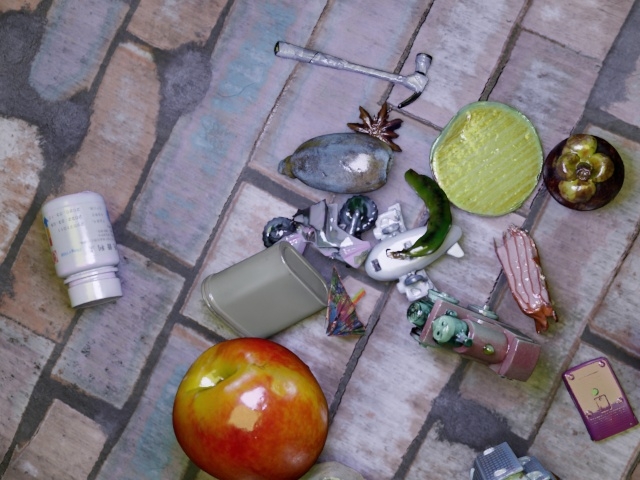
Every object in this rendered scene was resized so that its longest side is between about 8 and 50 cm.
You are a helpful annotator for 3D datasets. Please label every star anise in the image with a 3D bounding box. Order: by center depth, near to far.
[{"bbox_3d":[0.146,-0.285,1.749,0.168,0.057,0.167,0,86,7],"label":"star anise"}]

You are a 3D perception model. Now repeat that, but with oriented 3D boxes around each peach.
[{"bbox_3d":[-0.157,0.430,1.615,0.388,0.388,0.388,0,88,7],"label":"peach"}]

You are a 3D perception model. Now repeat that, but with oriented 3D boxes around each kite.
[{"bbox_3d":[0.062,0.172,1.680,0.014,0.183,0.241,3,125,42],"label":"kite"}]

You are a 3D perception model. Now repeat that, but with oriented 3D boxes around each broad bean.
[{"bbox_3d":[0.255,-0.065,1.633,0.144,0.049,0.292,9,56,11],"label":"broad bean"}]

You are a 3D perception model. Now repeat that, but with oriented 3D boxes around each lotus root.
[{"bbox_3d":[0.027,-0.202,1.699,0.322,0.140,0.158,3,71,20],"label":"lotus root"}]

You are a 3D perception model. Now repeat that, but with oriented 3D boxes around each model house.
[{"bbox_3d":[0.477,0.622,1.590,0.215,0.224,0.198,34,93,6],"label":"model house"}]

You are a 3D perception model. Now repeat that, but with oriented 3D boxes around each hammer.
[{"bbox_3d":[0.080,-0.476,1.774,0.427,0.044,0.152,19,91,8],"label":"hammer"}]

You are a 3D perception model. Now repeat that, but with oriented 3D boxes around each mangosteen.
[{"bbox_3d":[0.644,-0.167,1.604,0.192,0.217,0.192,0,90,13],"label":"mangosteen"}]

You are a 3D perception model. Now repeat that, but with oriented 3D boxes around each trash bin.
[{"bbox_3d":[-0.132,0.135,1.666,0.247,0.121,0.243,-26,127,21],"label":"trash bin"}]

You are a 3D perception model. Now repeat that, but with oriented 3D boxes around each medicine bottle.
[{"bbox_3d":[-0.636,0.028,1.775,0.170,0.170,0.293,-15,85,6],"label":"medicine bottle"}]

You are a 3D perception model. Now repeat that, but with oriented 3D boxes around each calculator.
[{"bbox_3d":[0.706,0.401,1.667,0.127,0.034,0.190,-25,84,7],"label":"calculator"}]

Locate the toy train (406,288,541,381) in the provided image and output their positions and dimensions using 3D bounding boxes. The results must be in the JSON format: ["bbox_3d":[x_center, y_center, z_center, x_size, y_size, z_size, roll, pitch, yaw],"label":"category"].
[{"bbox_3d":[0.361,0.228,1.591,0.304,0.221,0.150,20,96,-25],"label":"toy train"}]

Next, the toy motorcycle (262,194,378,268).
[{"bbox_3d":[0.000,0.000,1.706,0.327,0.143,0.188,-14,73,20],"label":"toy motorcycle"}]

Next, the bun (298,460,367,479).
[{"bbox_3d":[0.032,0.685,1.678,0.259,0.152,0.259,2,99,13],"label":"bun"}]

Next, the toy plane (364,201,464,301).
[{"bbox_3d":[0.239,0.025,1.692,0.267,0.122,0.266,-1,85,8],"label":"toy plane"}]

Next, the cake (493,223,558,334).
[{"bbox_3d":[0.523,0.092,1.667,0.098,0.135,0.287,-24,76,20],"label":"cake"}]

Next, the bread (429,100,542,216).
[{"bbox_3d":[0.432,-0.209,1.705,0.301,0.045,0.301,0,91,-1],"label":"bread"}]
